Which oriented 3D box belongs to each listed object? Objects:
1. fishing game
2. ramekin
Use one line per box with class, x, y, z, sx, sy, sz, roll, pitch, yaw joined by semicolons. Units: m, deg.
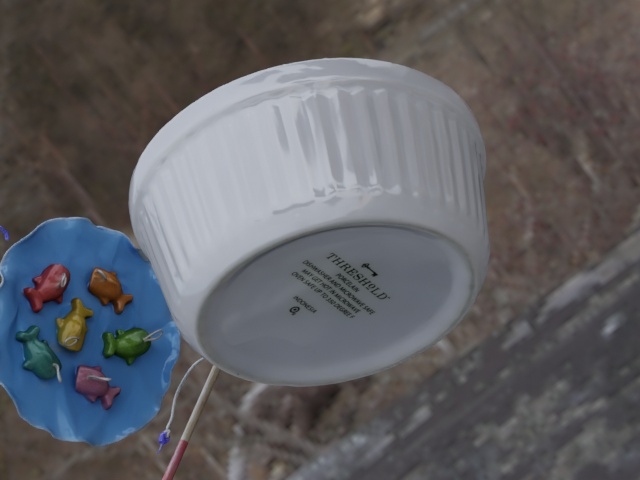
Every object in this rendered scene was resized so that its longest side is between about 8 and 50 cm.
fishing game;-0.180;0.070;1.371;0.041;0.264;0.189;-18;39;46
ramekin;0.000;0.000;1.269;0.273;0.273;0.127;-31;51;24
